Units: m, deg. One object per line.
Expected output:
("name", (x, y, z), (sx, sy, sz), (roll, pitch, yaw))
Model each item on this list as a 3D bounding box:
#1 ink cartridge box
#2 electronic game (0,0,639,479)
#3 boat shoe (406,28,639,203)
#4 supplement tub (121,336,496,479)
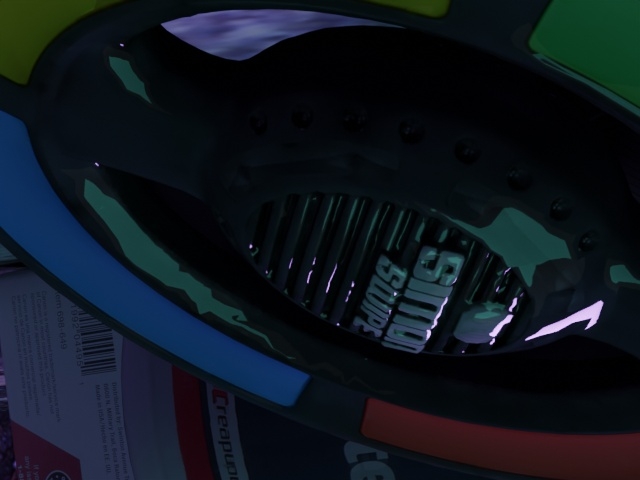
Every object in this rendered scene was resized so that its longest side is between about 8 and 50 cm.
("ink cartridge box", (-0.048, 0.077, 1.028), (0.218, 0.158, 0.092), (-10, 175, 29))
("electronic game", (0.019, -0.007, 0.410), (0.229, 0.048, 0.229), (16, 152, 9))
("boat shoe", (0.082, -0.028, 0.551), (0.118, 0.103, 0.320), (11, 170, 15))
("supplement tub", (0.074, 0.056, 0.815), (0.272, 0.191, 0.191), (-10, 173, 22))
